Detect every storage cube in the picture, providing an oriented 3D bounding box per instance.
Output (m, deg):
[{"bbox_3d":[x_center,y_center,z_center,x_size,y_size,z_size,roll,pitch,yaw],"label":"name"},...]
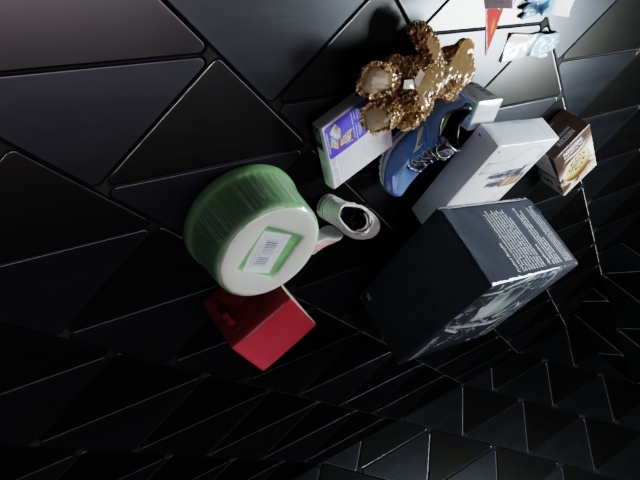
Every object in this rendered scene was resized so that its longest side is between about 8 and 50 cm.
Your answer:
[{"bbox_3d":[-0.161,0.196,1.459,0.193,0.183,0.215,-41,143,-4],"label":"storage cube"}]

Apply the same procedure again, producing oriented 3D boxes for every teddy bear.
[{"bbox_3d":[0.208,-0.370,1.263,0.338,0.113,0.245,-43,129,-15],"label":"teddy bear"}]

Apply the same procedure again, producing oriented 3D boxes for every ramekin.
[{"bbox_3d":[-0.151,-0.013,1.282,0.303,0.148,0.303,-25,141,-22],"label":"ramekin"}]

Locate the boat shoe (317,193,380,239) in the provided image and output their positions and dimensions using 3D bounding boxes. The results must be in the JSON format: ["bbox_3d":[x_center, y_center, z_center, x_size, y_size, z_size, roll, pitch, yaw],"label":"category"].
[{"bbox_3d":[0.101,-0.057,1.509,0.267,0.088,0.096,30,87,-50],"label":"boat shoe"}]

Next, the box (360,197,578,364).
[{"bbox_3d":[0.473,0.127,1.793,0.472,0.297,0.480,-6,147,-36],"label":"box"}]

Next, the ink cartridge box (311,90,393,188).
[{"bbox_3d":[0.084,-0.257,1.331,0.208,0.045,0.206,-37,145,-16],"label":"ink cartridge box"}]

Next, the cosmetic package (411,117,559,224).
[{"bbox_3d":[0.487,-0.198,1.646,0.284,0.097,0.377,-11,151,-32],"label":"cosmetic package"}]

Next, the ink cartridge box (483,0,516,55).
[{"bbox_3d":[0.410,-0.593,1.157,0.296,0.066,0.261,-66,151,-23],"label":"ink cartridge box"}]

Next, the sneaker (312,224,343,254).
[{"bbox_3d":[0.000,0.000,1.525,0.134,0.051,0.070,-15,155,-47],"label":"sneaker"}]

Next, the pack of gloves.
[{"bbox_3d":[0.616,-0.583,1.494,0.232,0.046,0.195,-17,136,-30],"label":"pack of gloves"}]

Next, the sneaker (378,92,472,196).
[{"bbox_3d":[0.275,-0.249,1.436,0.130,0.147,0.330,5,124,-45],"label":"sneaker"}]

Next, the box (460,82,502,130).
[{"bbox_3d":[0.413,-0.364,1.482,0.102,0.101,0.087,-15,137,-31],"label":"box"}]

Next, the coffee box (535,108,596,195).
[{"bbox_3d":[0.866,-0.307,1.943,0.168,0.119,0.297,-46,144,7],"label":"coffee box"}]
